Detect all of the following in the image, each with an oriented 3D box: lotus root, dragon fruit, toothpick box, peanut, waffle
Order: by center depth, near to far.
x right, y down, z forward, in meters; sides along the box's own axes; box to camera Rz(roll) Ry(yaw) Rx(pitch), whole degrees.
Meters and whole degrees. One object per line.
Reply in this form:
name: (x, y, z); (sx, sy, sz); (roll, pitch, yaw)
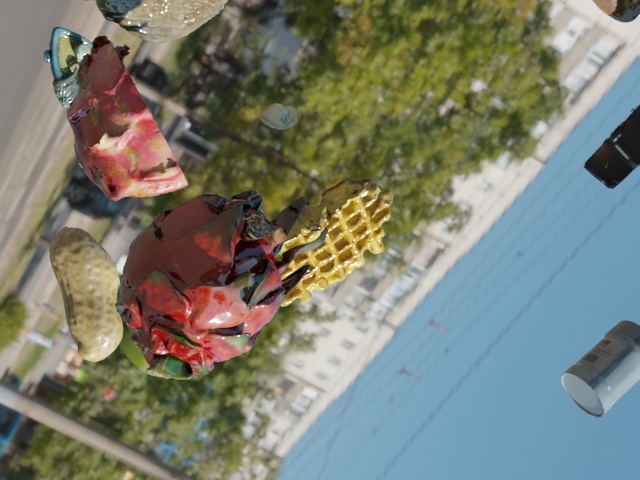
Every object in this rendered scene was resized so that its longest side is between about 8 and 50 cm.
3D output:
dragon fruit: (-0.121, 0.037, 1.220); (0.274, 0.193, 0.192); (-53, 145, -18)
dragon fruit: (-0.295, -0.178, 1.471); (0.161, 0.126, 0.274); (76, -13, -50)
peanut: (-0.357, 0.081, 1.654); (0.099, 0.099, 0.214); (-179, -100, -80)
toothpick box: (0.509, 0.223, 1.878); (0.153, 0.101, 0.101); (-36, -179, -18)
waffle: (-0.001, 0.000, 1.922); (0.065, 0.309, 0.283); (49, -54, 32)
lotus root: (0.593, -0.491, 2.019); (0.159, 0.135, 0.095); (-56, -146, -6)

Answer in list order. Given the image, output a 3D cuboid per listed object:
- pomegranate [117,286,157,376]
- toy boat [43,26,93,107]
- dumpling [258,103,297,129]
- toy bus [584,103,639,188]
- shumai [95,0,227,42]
pomegranate: (-0.238, 0.112, 1.847); (0.159, 0.190, 0.241); (-28, -162, 28)
toy boat: (-0.367, -0.243, 1.746); (0.109, 0.238, 0.098); (-38, -164, -17)
dumpling: (-0.076, -0.229, 2.013); (0.077, 0.059, 0.043); (-4, 129, -56)
toy bus: (0.657, -0.250, 2.054); (0.092, 0.093, 0.409); (-42, 172, -40)
shumai: (-0.232, -0.354, 1.422); (0.209, 0.153, 0.161); (-8, 130, -47)
